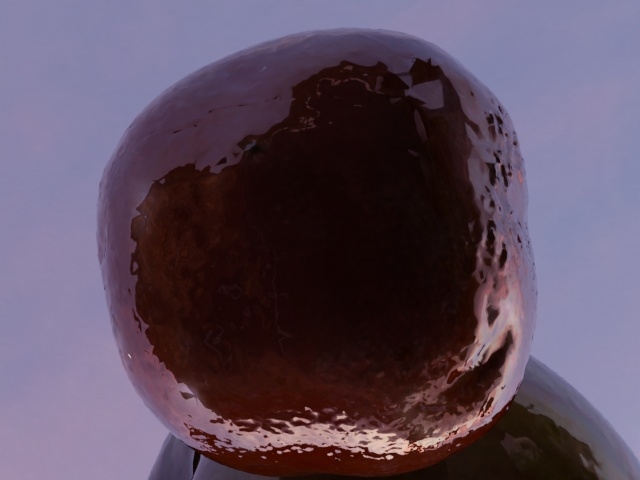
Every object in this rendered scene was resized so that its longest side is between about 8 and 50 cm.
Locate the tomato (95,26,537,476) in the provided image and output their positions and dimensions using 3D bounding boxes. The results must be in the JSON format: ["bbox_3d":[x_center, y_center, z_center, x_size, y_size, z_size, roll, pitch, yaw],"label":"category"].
[{"bbox_3d":[-0.004,0.000,0.776,0.232,0.189,0.232,-4,-123,6],"label":"tomato"}]

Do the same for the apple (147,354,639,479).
[{"bbox_3d":[0.046,0.239,1.004,0.333,0.400,0.400,17,-93,-13],"label":"apple"}]
